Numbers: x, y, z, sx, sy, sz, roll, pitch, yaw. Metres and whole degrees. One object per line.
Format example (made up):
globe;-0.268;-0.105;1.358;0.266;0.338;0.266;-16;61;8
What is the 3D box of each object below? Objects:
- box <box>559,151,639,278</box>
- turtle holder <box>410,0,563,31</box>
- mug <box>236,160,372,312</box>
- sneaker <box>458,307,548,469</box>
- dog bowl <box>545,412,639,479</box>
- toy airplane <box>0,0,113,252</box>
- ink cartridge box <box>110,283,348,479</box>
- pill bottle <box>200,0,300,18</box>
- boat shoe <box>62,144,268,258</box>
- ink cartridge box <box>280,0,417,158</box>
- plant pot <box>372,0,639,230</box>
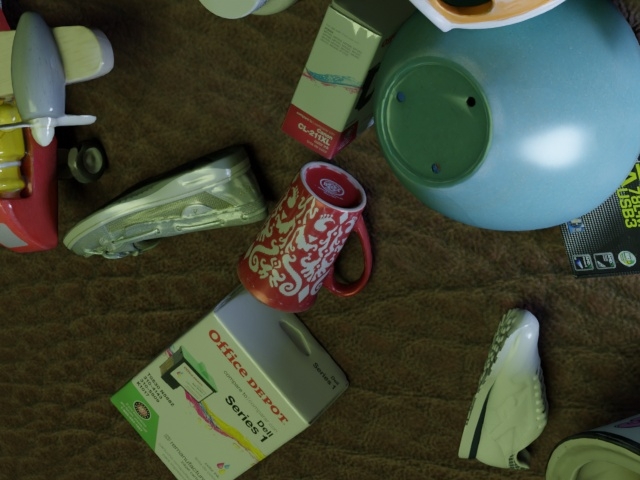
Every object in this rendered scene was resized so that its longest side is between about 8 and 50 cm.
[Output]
box;0.341;-0.056;1.491;0.184;0.045;0.190;-4;112;38
turtle holder;0.137;-0.345;1.301;0.227;0.243;0.320;-43;67;14
mug;-0.005;-0.007;1.721;0.169;0.150;0.113;-60;41;34
sneaker;0.239;0.182;1.674;0.095;0.090;0.235;18;128;9
dog bowl;0.436;0.351;1.495;0.408;0.150;0.408;48;156;29
toy airplane;-0.464;-0.198;1.781;0.384;0.272;0.386;37;129;11
ink cartridge box;-0.128;0.207;1.889;0.201;0.117;0.278;50;130;0
pill bottle;-0.046;-0.314;1.484;0.121;0.216;0.121;16;123;26
boat shoe;-0.211;-0.030;1.817;0.320;0.118;0.103;-21;102;31
ink cartridge box;0.038;-0.198;1.552;0.072;0.127;0.175;33;129;12
plant pot;0.166;-0.136;1.424;0.290;0.195;0.290;11;109;34
